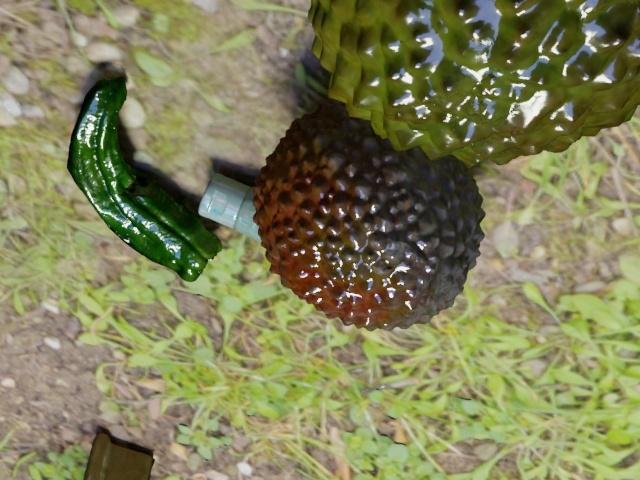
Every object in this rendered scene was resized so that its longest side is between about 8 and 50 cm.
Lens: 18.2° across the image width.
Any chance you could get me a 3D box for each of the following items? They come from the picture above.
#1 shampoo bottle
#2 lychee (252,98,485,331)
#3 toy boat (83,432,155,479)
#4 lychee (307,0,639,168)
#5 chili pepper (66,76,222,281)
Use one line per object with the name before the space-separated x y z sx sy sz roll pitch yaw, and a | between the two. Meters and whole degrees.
shampoo bottle | 0.000 0.000 1.510 0.190 0.069 0.041 22 133 6
lychee | 0.032 -0.024 1.410 0.165 0.197 0.165 -12 122 -19
toy boat | -0.193 0.275 1.771 0.061 0.188 0.116 13 137 -4
lychee | 0.124 -0.190 1.125 0.320 0.270 0.270 -37 121 0
chili pepper | -0.143 -0.044 1.527 0.073 0.050 0.182 -7 129 36
